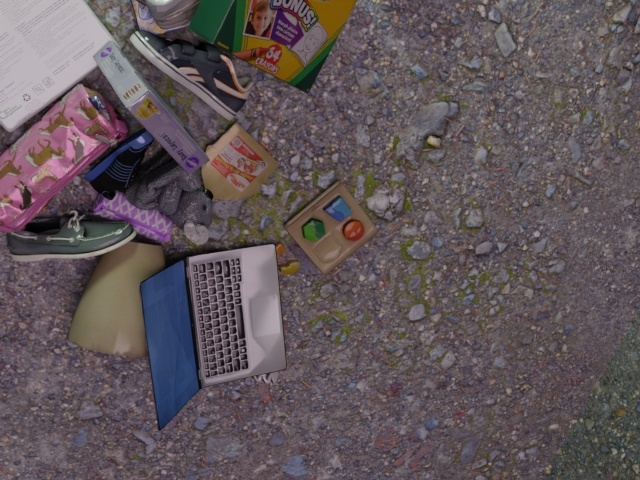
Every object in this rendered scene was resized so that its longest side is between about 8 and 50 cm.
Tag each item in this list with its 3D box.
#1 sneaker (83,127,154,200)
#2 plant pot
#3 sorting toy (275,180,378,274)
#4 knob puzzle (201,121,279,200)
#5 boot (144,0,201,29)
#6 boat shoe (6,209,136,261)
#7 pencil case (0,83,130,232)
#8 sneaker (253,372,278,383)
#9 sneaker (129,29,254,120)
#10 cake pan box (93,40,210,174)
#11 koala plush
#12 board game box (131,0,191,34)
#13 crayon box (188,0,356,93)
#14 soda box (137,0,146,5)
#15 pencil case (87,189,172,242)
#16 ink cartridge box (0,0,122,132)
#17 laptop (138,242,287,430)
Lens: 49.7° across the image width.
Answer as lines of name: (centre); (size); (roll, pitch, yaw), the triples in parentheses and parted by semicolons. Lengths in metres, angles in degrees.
sneaker: (-0.458, -0.180, 1.640); (0.232, 0.081, 0.090); (-29, 114, 31)
plant pot: (-0.495, 0.134, 1.784); (0.257, 0.256, 0.274); (11, 93, -25)
sorting toy: (0.000, 0.000, 2.010); (0.307, 0.041, 0.229); (-40, 120, -1)
knob puzzle: (-0.235, -0.191, 1.842); (0.213, 0.030, 0.213); (-8, 116, -18)
boot: (-0.281, -0.583, 1.569); (0.258, 0.123, 0.095); (-36, 83, -9)
boat shoe: (-0.616, -0.020, 1.693); (0.320, 0.116, 0.099); (-7, 115, 5)
pencil case: (-0.633, -0.189, 1.611); (0.386, 0.167, 0.160); (-41, 119, 1)
sneaker: (-0.254, 0.344, 2.043); (0.292, 0.110, 0.118); (12, 94, -27)
sneaker: (-0.299, -0.426, 1.660); (0.127, 0.126, 0.321); (-49, 132, 10)
cake pan box: (-0.386, -0.303, 1.575); (0.070, 0.267, 0.245); (-38, 142, -2)
koala plush: (-0.356, -0.103, 1.754); (0.203, 0.196, 0.221); (-33, 123, 5)
board game box: (-0.378, -0.588, 1.607); (0.136, 0.035, 0.201); (-18, 118, -13)
crayon box: (-0.088, -0.551, 1.608); (0.363, 0.106, 0.313); (12, 111, -55)
soda box: (-0.379, -0.615, 1.543); (0.060, 0.053, 0.169); (24, 102, -27)
pencil case: (-0.481, -0.066, 1.771); (0.206, 0.088, 0.086); (24, 103, -29)
ink cartridge box: (-0.675, -0.466, 1.530); (0.324, 0.071, 0.330); (-37, 118, -3)
laptop: (-0.264, 0.238, 1.829); (0.408, 0.236, 0.381); (-9, 103, -20)
